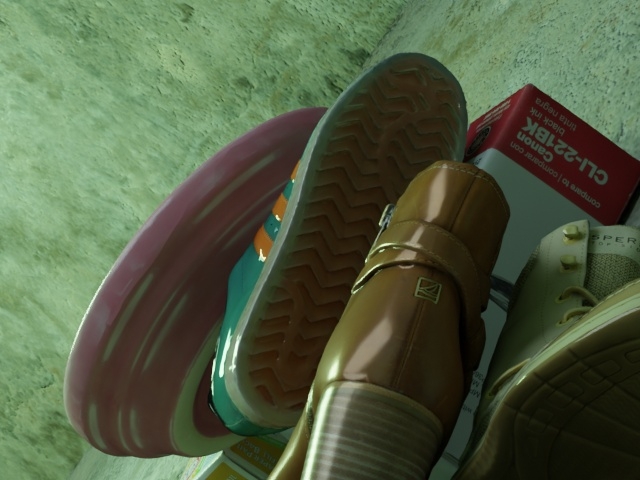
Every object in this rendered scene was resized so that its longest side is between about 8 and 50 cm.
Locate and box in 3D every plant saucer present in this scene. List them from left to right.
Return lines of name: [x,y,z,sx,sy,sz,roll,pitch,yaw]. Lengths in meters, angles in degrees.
plant saucer: [-0.056,0.051,1.336,0.332,0.084,0.332,-42,-24,-24]

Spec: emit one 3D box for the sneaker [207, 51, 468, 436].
sneaker: [0.000,0.000,1.178,0.302,0.108,0.121,-61,16,-23]

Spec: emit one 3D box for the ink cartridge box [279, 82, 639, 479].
ink cartridge box: [0.096,0.046,1.232,0.273,0.114,0.197,-60,10,-22]

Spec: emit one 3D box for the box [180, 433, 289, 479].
box: [-0.044,0.182,1.533,0.114,0.103,0.203,-49,10,38]

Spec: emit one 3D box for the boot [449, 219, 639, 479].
boot: [0.156,0.053,0.917,0.203,0.095,0.262,-63,1,-42]

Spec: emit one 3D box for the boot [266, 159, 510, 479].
boot: [0.035,0.082,1.010,0.283,0.109,0.220,91,-162,-73]
